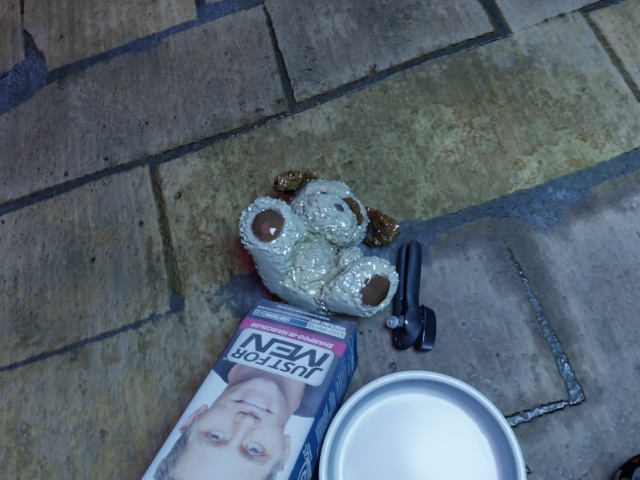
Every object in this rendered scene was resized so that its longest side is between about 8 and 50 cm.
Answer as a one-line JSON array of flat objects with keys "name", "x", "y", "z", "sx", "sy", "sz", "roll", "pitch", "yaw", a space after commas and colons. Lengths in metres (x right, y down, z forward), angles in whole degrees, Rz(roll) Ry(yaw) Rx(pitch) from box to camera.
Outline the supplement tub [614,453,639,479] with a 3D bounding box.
[{"name": "supplement tub", "x": 0.422, "y": 0.309, "z": 0.682, "sx": 0.116, "sy": 0.190, "sz": 0.117, "roll": -4, "pitch": 66, "yaw": 10}]

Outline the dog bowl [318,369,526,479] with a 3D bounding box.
[{"name": "dog bowl", "x": 0.134, "y": 0.317, "z": 0.781, "sx": 0.264, "sy": 0.104, "sz": 0.265, "roll": -2, "pitch": 69, "yaw": 6}]

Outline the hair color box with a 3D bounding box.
[{"name": "hair color box", "x": -0.082, "y": 0.249, "z": 0.795, "sx": 0.173, "sy": 0.105, "sz": 0.347, "roll": 11, "pitch": 43, "yaw": 18}]

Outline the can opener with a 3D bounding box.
[{"name": "can opener", "x": 0.142, "y": 0.087, "z": 0.928, "sx": 0.059, "sy": 0.073, "sz": 0.186, "roll": -28, "pitch": 51, "yaw": 44}]

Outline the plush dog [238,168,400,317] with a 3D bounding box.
[{"name": "plush dog", "x": 0.000, "y": 0.000, "z": 0.948, "sx": 0.262, "sy": 0.211, "sz": 0.226, "roll": 30, "pitch": 59, "yaw": -6}]
